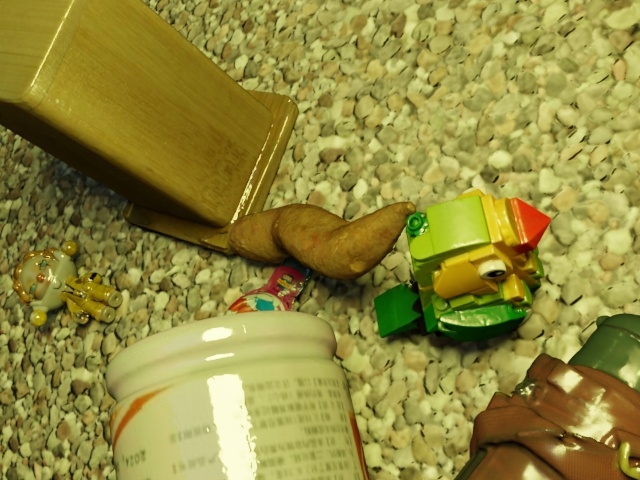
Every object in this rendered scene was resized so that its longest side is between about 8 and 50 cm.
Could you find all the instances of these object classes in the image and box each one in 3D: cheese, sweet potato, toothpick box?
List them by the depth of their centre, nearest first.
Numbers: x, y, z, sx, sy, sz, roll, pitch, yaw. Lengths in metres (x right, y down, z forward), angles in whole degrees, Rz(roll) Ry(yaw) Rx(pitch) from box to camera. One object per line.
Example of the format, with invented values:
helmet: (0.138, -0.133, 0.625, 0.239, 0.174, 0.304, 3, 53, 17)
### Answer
sweet potato: (0.000, 0.000, 0.761, 0.281, 0.059, 0.067, 8, 64, 59)
cheese: (-0.056, 0.072, 0.837, 0.095, 0.038, 0.145, 26, 75, 42)
toothpick box: (-0.196, -0.135, 0.842, 0.187, 0.308, 0.190, 17, 79, 35)

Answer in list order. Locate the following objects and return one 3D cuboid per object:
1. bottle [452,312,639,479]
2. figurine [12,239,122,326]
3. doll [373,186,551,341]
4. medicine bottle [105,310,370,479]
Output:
bottle: (0.170, 0.172, 0.587, 0.271, 0.143, 0.156, -51, 42, -8)
figurine: (-0.300, 0.052, 0.989, 0.143, 0.068, 0.102, -6, 72, 17)
doll: (0.113, 0.022, 0.673, 0.134, 0.186, 0.106, -6, 65, 0)
medicine bottle: (-0.053, 0.234, 0.660, 0.202, 0.202, 0.316, -23, 67, 23)
